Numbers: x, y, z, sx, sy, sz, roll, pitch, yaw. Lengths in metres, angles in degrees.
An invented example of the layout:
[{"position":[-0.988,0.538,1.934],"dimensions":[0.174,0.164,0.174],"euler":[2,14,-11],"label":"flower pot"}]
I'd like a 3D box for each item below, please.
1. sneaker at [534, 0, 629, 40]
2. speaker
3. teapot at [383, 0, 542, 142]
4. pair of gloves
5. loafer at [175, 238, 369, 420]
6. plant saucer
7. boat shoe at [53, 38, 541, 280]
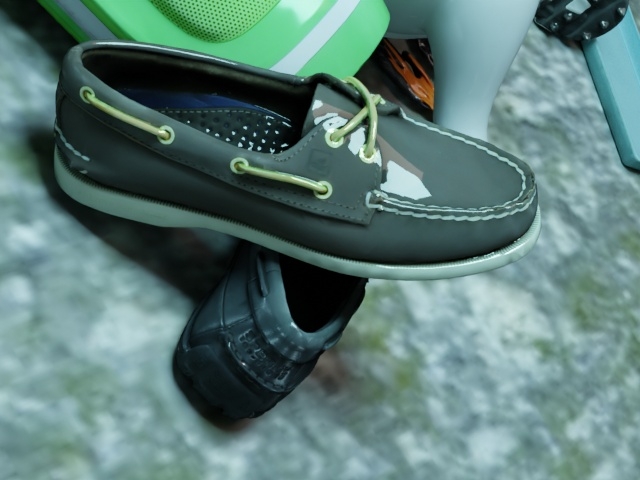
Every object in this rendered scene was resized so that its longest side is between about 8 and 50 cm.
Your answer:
[{"position":[0.116,-0.230,1.230],"dimensions":[0.234,0.078,0.106],"euler":[31,38,-35],"label":"sneaker"},{"position":[-0.104,-0.179,0.876],"dimensions":[0.296,0.131,0.131],"euler":[46,36,-15],"label":"speaker"},{"position":[0.044,-0.209,1.034],"dimensions":[0.253,0.187,0.256],"euler":[29,50,1],"label":"teapot"},{"position":[0.063,-0.107,1.118],"dimensions":[0.074,0.010,0.083],"euler":[48,33,-8],"label":"pair of gloves"},{"position":[0.000,0.000,0.894],"dimensions":[0.076,0.078,0.223],"euler":[45,36,-14],"label":"loafer"},{"position":[0.212,-0.127,1.304],"dimensions":[0.067,0.018,0.192],"euler":[15,52,-43],"label":"plant saucer"},{"position":[-0.009,-0.039,0.821],"dimensions":[0.228,0.068,0.081],"euler":[9,43,2],"label":"boat shoe"}]
